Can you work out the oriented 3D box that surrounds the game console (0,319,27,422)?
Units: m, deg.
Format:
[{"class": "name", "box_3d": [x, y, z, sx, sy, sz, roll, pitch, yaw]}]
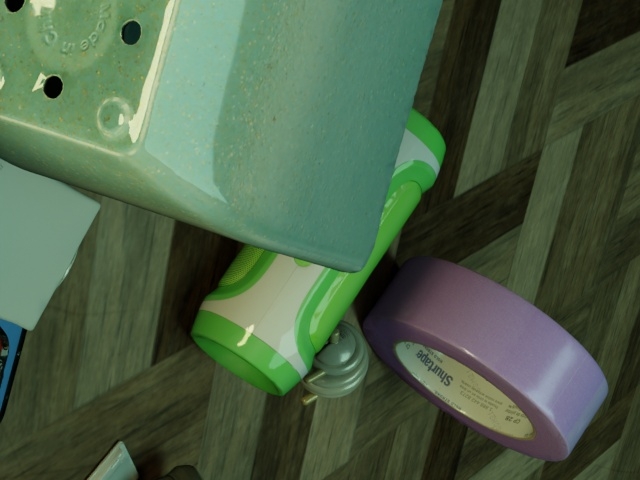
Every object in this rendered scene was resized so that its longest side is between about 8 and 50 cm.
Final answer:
[{"class": "game console", "box_3d": [-0.258, 0.116, 1.473, 0.085, 0.124, 0.144, 4, 113, -34]}]

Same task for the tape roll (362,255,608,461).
[{"class": "tape roll", "box_3d": [0.185, 0.135, 2.078, 0.090, 0.275, 0.275, -54, 153, -17]}]

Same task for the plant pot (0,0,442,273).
[{"class": "plant pot", "box_3d": [-0.095, -0.130, 1.225, 0.252, 0.247, 0.248, 5, 102, -63]}]

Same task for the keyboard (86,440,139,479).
[{"class": "keyboard", "box_3d": [-0.258, 0.301, 1.727, 0.256, 0.014, 0.072, -50, 157, -23]}]

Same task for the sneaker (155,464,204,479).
[{"class": "sneaker", "box_3d": [-0.166, 0.331, 1.857, 0.106, 0.101, 0.267, -21, 137, -24]}]

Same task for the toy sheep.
[{"class": "toy sheep", "box_3d": [0.009, 0.127, 1.968, 0.091, 0.091, 0.132, -52, 170, -22]}]

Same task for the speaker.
[{"class": "speaker", "box_3d": [0.000, 0.000, 1.785, 0.296, 0.131, 0.131, -56, 153, -14]}]

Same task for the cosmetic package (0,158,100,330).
[{"class": "cosmetic package", "box_3d": [-0.265, -0.022, 1.327, 0.117, 0.085, 0.231, -61, 156, -4]}]
